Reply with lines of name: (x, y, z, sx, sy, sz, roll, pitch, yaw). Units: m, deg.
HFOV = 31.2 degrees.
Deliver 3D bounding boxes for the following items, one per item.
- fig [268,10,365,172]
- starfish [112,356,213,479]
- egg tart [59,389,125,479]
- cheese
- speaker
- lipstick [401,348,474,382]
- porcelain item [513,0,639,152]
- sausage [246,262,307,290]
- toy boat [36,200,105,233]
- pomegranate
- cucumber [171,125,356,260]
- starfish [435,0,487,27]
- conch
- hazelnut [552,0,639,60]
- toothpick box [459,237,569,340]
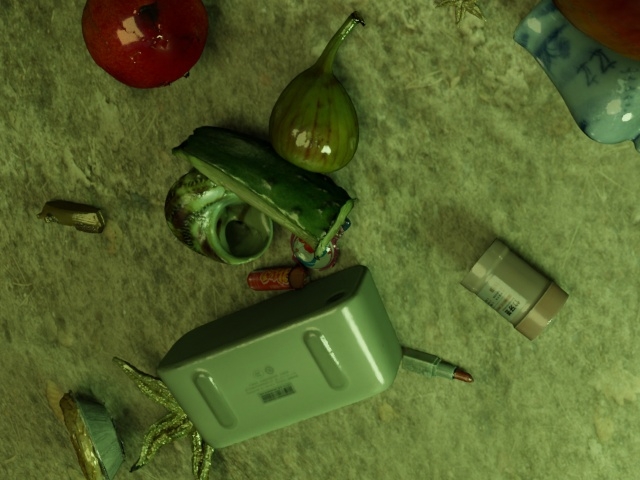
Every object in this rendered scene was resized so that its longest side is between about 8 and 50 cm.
fig: (0.002, -0.238, 1.836, 0.151, 0.151, 0.259, 20, 115, 17)
starfish: (-0.234, 0.354, 2.244, 0.358, 0.078, 0.347, 6, 110, 16)
egg tart: (-0.462, 0.407, 2.340, 0.234, 0.094, 0.234, 55, 158, 36)
cheese: (0.000, 0.000, 1.999, 0.095, 0.038, 0.145, 43, 124, 3)
speaker: (-0.066, 0.211, 2.013, 0.406, 0.183, 0.184, -22, 106, 21)
lipstick: (0.208, 0.225, 2.002, 0.129, 0.030, 0.030, 15, 117, 19)
porcelain item: (0.396, -0.237, 1.650, 0.259, 0.141, 0.141, 48, 124, 10)
sausage: (-0.087, 0.068, 2.056, 0.145, 0.048, 0.050, -5, 87, 49)
toy boat: (-0.483, -0.044, 2.208, 0.149, 0.047, 0.049, 10, 116, 21)
pomegranate: (-0.294, -0.363, 1.893, 0.210, 0.210, 0.235, -49, 58, 33)
cucumber: (-0.096, -0.113, 1.920, 0.325, 0.145, 0.105, 32, 155, 13)
starfish: (0.216, -0.367, 1.747, 0.086, 0.016, 0.092, 11, 122, 20)
conch: (-0.180, -0.052, 2.021, 0.187, 0.124, 0.181, -5, 100, -2)
hazelnut: (0.428, -0.426, 1.432, 0.359, 0.359, 0.409, -1, 103, 26)
toothpick box: (0.312, 0.078, 1.847, 0.149, 0.098, 0.098, 40, 123, 6)
